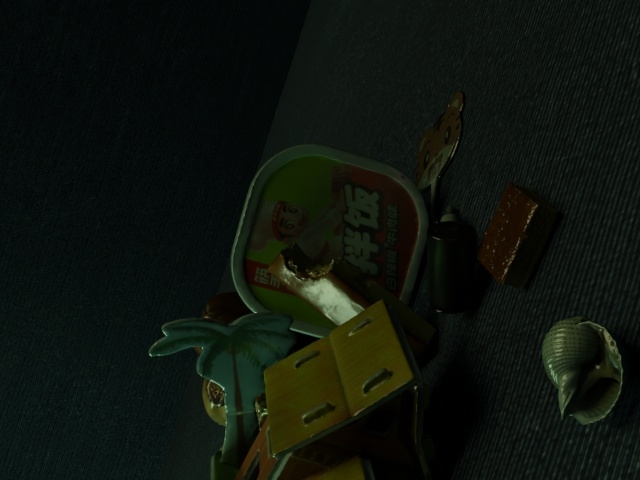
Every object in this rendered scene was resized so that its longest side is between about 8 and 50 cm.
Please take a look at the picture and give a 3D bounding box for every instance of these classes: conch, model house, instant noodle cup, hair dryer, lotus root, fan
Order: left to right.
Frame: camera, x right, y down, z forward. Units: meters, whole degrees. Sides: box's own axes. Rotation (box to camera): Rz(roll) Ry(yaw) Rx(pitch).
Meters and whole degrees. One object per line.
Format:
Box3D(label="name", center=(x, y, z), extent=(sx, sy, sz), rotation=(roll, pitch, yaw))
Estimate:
Box3D(label="lotus root", center=(-0.140, 0.296, 1.477), extent=(0.257, 0.154, 0.140), rotation=(53, -136, -66))
Box3D(label="model house", center=(-0.029, 0.230, 0.838), extent=(0.323, 0.340, 0.300), rotation=(-63, 18, 20))
Box3D(label="instant noodle cup", center=(0.000, 0.000, 1.211), extent=(0.308, 0.294, 0.294), rotation=(-164, 92, -83))
Box3D(label="fan", center=(0.173, -0.108, 1.150), extent=(0.152, 0.008, 0.226), rotation=(127, 158, -53))
Box3D(label="hair dryer", center=(0.164, 0.003, 0.958), extent=(0.197, 0.057, 0.100), rotation=(-68, -22, -63))
Box3D(label="conch", center=(0.218, 0.102, 0.619), extent=(0.076, 0.056, 0.085), rotation=(-14, 78, 51))

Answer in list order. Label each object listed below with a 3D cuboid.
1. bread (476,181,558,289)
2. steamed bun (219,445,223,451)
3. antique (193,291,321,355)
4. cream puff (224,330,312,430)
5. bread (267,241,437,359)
Box3D(label="bread", center=(0.209, -0.007, 0.825), extent=(0.090, 0.035, 0.094), rotation=(-113, 42, -70))
Box3D(label="steamed bun", center=(-0.113, 0.394, 1.339), extent=(0.211, 0.144, 0.218), rotation=(152, 135, -71))
Box3D(label="antique", center=(-0.110, 0.177, 1.391), extent=(0.278, 0.223, 0.129), rotation=(-12, -52, -64))
Box3D(label="cream puff", center=(-0.050, 0.249, 1.176), extent=(0.155, 0.241, 0.269), rotation=(-10, 53, 26))
Box3D(label="bread", center=(0.039, 0.078, 1.002), extent=(0.049, 0.226, 0.088), rotation=(-48, -6, -40))
